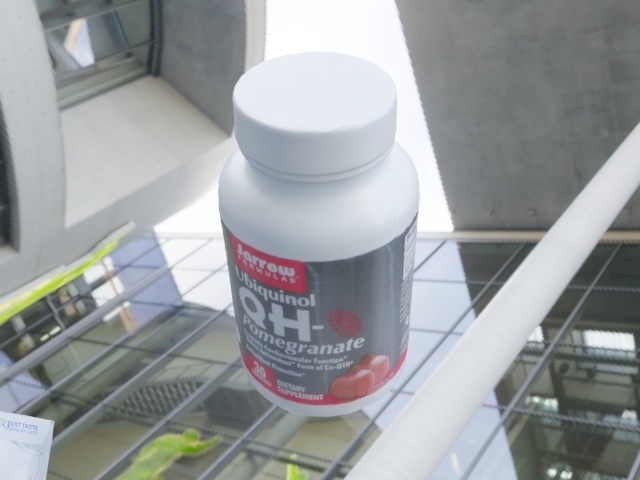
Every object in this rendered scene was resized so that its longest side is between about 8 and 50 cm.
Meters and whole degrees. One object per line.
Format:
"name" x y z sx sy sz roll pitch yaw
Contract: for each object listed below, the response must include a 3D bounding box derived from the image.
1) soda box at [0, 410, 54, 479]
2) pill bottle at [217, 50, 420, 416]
"soda box" -0.275 0.159 0.422 0.286 0.091 0.098 -22 -33 34
"pill bottle" 0.000 0.000 0.692 0.176 0.176 0.318 24 -43 27
